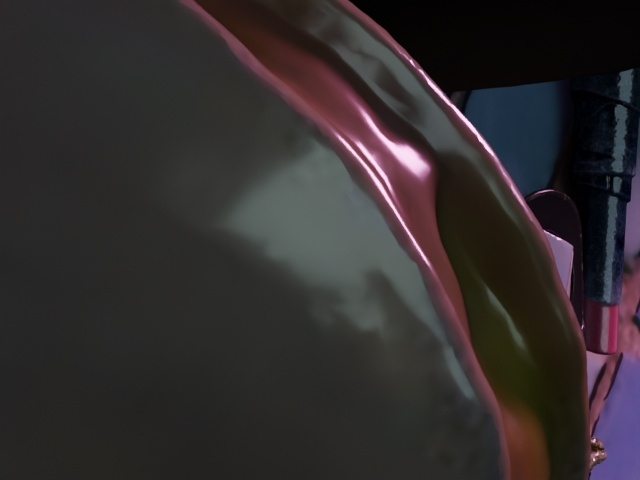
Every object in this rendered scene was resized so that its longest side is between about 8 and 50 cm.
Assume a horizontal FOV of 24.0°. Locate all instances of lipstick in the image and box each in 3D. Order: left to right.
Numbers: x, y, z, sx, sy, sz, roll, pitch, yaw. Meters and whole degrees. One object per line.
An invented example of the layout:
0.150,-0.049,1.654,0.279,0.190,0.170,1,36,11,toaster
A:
0.193,-0.041,1.005,0.053,0.053,0.234,3,88,-42,lipstick

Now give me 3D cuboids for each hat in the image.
0.125,0.027,0.940,0.121,0.050,0.121,8,80,-46,hat

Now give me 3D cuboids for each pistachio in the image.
-0.130,0.024,0.514,0.445,0.365,0.281,30,40,0,pistachio

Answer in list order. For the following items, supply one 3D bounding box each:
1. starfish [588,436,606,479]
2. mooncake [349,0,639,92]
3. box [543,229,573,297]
0.103,0.133,0.915,0.176,0.053,0.208,52,44,-15,starfish
0.055,-0.179,0.683,0.356,0.356,0.194,-1,85,-42,mooncake
0.000,0.000,0.770,0.269,0.135,0.079,24,73,-40,box
